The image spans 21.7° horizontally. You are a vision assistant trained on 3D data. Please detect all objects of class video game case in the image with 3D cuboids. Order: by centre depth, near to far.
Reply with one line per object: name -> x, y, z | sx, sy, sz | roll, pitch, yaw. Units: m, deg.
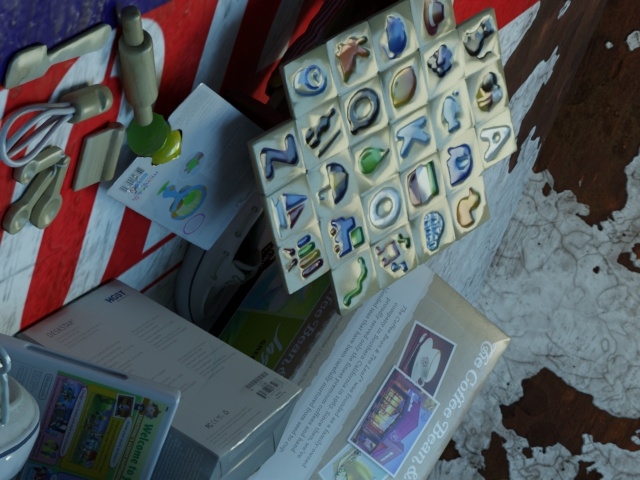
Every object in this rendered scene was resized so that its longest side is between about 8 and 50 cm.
video game case -> -0.249, 0.194, 1.518 | 0.023, 0.193, 0.212 | -86, -164, -62

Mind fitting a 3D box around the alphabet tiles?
alphabet tiles -> 0.073, -0.096, 1.716 | 0.342, 0.011, 0.285 | -32, 122, -31

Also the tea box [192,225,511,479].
tea box -> -0.017, 0.172, 1.905 | 0.329, 0.220, 0.323 | -57, -155, -16

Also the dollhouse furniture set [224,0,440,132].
dollhouse furniture set -> 0.028, -0.132, 1.890 | 0.201, 0.152, 0.374 | -56, 165, -14

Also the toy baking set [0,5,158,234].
toy baking set -> -0.202, -0.103, 1.412 | 0.197, 0.030, 0.256 | -52, 163, -30

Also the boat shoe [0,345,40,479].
boat shoe -> -0.315, 0.098, 1.253 | 0.367, 0.136, 0.156 | 3, 113, -63

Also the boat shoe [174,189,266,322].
boat shoe -> -0.104, 0.017, 1.879 | 0.083, 0.076, 0.226 | -44, 158, -47

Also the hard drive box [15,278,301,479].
hard drive box -> -0.164, 0.151, 1.623 | 0.181, 0.232, 0.089 | -33, 150, -60

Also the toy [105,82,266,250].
toy -> -0.128, -0.080, 1.648 | 0.137, 0.056, 0.237 | -49, 160, 3
